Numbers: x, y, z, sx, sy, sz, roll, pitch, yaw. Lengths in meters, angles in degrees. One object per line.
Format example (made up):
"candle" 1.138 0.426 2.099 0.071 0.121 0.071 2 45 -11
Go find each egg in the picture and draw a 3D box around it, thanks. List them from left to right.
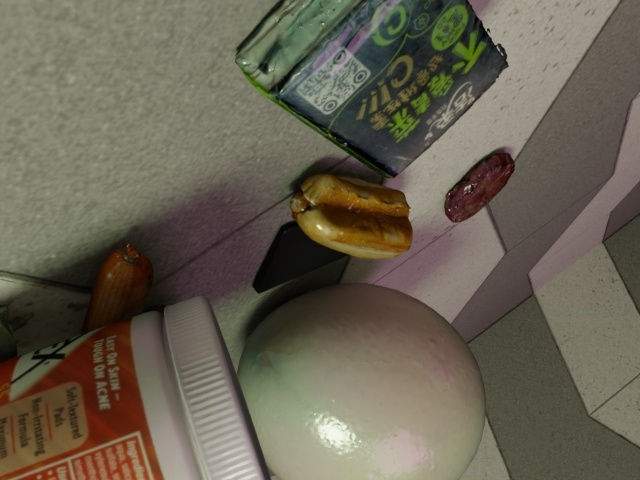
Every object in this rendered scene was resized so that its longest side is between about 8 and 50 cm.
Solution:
"egg" 0.032 0.221 0.994 0.354 0.355 0.339 -43 136 12

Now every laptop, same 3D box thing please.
"laptop" 0.000 0.000 0.914 0.197 0.016 0.135 -21 151 -39

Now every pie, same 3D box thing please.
"pie" 0.275 -0.091 1.129 0.154 0.036 0.154 -32 157 -15

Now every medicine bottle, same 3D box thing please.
"medicine bottle" -0.178 0.204 0.595 0.240 0.253 0.252 -18 154 -10

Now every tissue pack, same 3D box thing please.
"tissue pack" 0.059 -0.159 0.584 0.173 0.073 0.235 -44 151 16

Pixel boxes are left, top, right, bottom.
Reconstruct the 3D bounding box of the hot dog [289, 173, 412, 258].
"hot dog" 0.044 -0.027 0.825 0.076 0.102 0.249 -14 170 34

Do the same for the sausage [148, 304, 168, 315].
"sausage" -0.196 0.131 0.788 0.076 0.076 0.141 -16 151 -43

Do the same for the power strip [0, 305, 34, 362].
"power strip" -0.359 0.120 0.566 0.226 0.029 0.080 -28 156 -26

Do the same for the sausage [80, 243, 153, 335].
"sausage" -0.241 0.120 0.718 0.053 0.053 0.348 -17 150 -42
